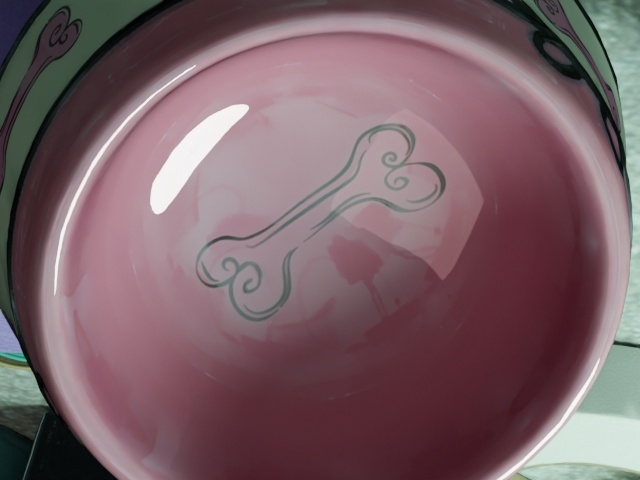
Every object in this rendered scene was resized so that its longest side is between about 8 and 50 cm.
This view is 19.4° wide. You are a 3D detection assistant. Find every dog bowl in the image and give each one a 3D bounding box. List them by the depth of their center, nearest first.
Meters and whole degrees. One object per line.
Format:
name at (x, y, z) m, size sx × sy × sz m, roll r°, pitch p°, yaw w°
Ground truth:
dog bowl at (0.000, 0.000, 1.095) m, size 0.408 × 0.150 × 0.408 m, roll -3°, pitch 115°, yaw -6°

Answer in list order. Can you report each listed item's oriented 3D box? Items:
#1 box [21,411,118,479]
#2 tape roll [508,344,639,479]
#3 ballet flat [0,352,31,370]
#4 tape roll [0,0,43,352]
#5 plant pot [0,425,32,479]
box at (-0.117, 0.317, 1.794) m, size 0.296 × 0.183 × 0.294 m, roll 5°, pitch 147°, yaw 13°
tape roll at (0.239, 0.214, 1.629) m, size 0.392 × 0.072 × 0.392 m, roll 8°, pitch 149°, yaw 5°
ballet flat at (-0.217, 0.081, 1.559) m, size 0.232 × 0.080 × 0.073 m, roll 15°, pitch 163°, yaw -5°
tape roll at (-0.176, -0.040, 1.245) m, size 0.275 × 0.090 × 0.275 m, roll -11°, pitch 142°, yaw -8°
plant pot at (-0.404, 0.334, 1.841) m, size 0.271 × 0.255 × 0.272 m, roll 7°, pitch 148°, yaw 5°
